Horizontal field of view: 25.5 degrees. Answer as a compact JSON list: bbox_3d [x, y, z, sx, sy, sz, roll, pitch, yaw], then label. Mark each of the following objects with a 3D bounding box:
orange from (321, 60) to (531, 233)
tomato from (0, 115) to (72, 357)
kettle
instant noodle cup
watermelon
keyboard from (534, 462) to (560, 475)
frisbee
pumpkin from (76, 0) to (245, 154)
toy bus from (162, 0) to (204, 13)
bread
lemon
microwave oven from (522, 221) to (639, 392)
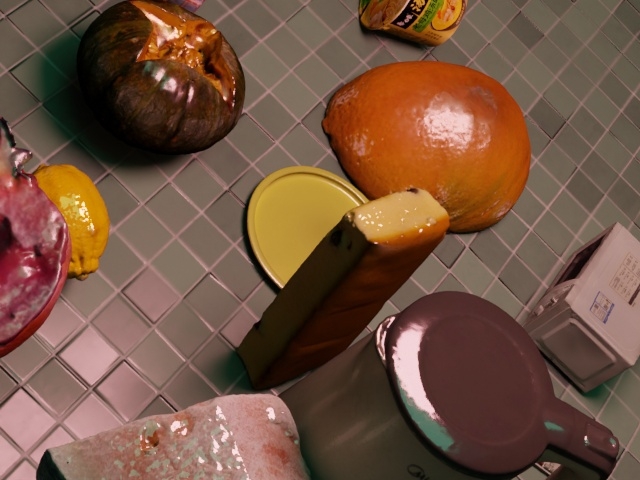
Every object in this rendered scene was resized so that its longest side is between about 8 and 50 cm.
[{"bbox_3d":[0.182,-0.146,2.146,0.310,0.274,0.274,43,40,-47],"label":"orange"},{"bbox_3d":[-0.446,-0.001,1.610,0.289,0.176,0.335,-34,82,-15],"label":"tomato"},{"bbox_3d":[0.129,0.258,1.683,0.361,0.376,0.250,31,51,-13],"label":"kettle"},{"bbox_3d":[0.152,-0.381,2.233,0.122,0.151,0.151,20,54,-29],"label":"instant noodle cup"},{"bbox_3d":[-0.115,0.286,1.586,0.387,0.228,0.258,26,69,-5],"label":"watermelon"},{"bbox_3d":[0.302,0.287,2.013,0.166,0.017,0.055,37,50,-9],"label":"keyboard"},{"bbox_3d":[0.000,0.000,1.989,0.236,0.017,0.236,15,56,-24],"label":"frisbee"},{"bbox_3d":[-0.215,-0.214,1.885,0.238,0.159,0.238,28,31,-19],"label":"pumpkin"},{"bbox_3d":[-0.186,-0.407,2.080,0.077,0.065,0.192,35,50,-20],"label":"toy bus"},{"bbox_3d":[0.024,0.061,1.743,0.138,0.361,0.077,-17,67,-36],"label":"bread"},{"bbox_3d":[-0.316,-0.023,1.737,0.114,0.114,0.155,-18,77,-38],"label":"lemon"},{"bbox_3d":[0.422,0.102,2.130,0.162,0.122,0.208,44,50,-3],"label":"microwave oven"}]
